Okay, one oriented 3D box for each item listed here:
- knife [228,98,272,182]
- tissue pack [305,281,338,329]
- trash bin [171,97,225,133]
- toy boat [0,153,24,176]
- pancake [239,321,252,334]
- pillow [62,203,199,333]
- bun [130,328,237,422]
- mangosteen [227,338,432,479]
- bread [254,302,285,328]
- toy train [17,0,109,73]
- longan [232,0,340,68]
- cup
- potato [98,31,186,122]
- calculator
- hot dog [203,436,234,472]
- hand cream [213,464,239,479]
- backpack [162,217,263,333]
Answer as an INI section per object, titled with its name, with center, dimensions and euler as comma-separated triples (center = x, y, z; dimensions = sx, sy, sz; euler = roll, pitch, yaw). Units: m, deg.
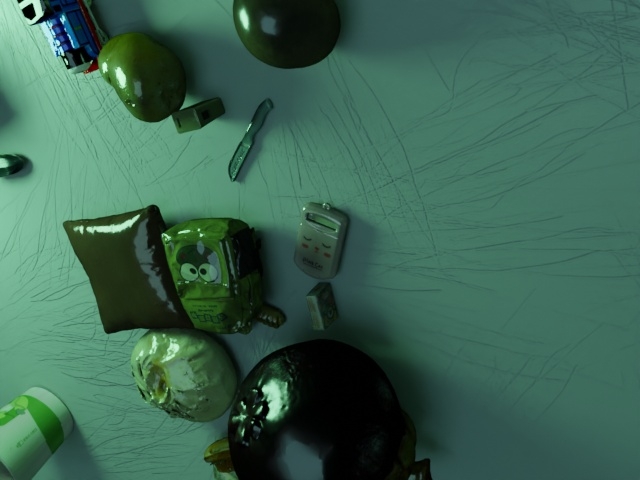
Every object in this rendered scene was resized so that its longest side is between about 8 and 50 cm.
[knife]
center = -0.145, -0.197, 1.467
dimensions = 0.028, 0.015, 0.210
euler = 35, 128, 1
[tissue pack]
center = 0.003, 0.137, 1.538
dimensions = 0.035, 0.063, 0.083
euler = 0, 114, 33
[trash bin]
center = -0.237, -0.247, 1.440
dimensions = 0.061, 0.092, 0.043
euler = -7, 113, 32
[toy boat]
center = -0.780, -0.183, 1.802
dimensions = 0.141, 0.060, 0.055
euler = -5, 113, 24
[pancake]
center = -0.191, 0.165, 1.672
dimensions = 0.108, 0.017, 0.108
euler = 27, 130, 37
[pillow]
center = -0.441, 0.078, 1.720
dimensions = 0.305, 0.108, 0.308
euler = -7, 108, 32
[bun]
center = -0.342, 0.335, 1.785
dimensions = 0.287, 0.146, 0.287
euler = 12, 121, 20
[mangosteen]
center = 0.026, 0.396, 1.515
dimensions = 0.435, 0.382, 0.382
euler = 21, 136, -31
[bread]
center = -0.122, 0.168, 1.642
dimensions = 0.088, 0.033, 0.049
euler = 25, 131, 15
[toy train]
center = -0.505, -0.430, 1.465
dimensions = 0.083, 0.131, 0.204
euler = -10, 110, 32
[longan]
center = -0.057, -0.374, 1.237
dimensions = 0.187, 0.167, 0.167
euler = 24, 128, -10
[cup]
center = -0.877, 0.582, 2.137
dimensions = 0.253, 0.274, 0.253
euler = 15, 123, 23
[potato]
center = -0.350, -0.322, 1.431
dimensions = 0.194, 0.157, 0.157
euler = 34, 128, 24
[calculator]
center = 0.000, 0.000, 1.483
dimensions = 0.100, 0.032, 0.175
euler = 22, 124, 18
[hot dog]
center = -0.200, 0.528, 1.862
dimensions = 0.250, 0.076, 0.104
euler = -25, 121, 40
[hand cream]
center = -0.231, 0.650, 1.970
dimensions = 0.143, 0.039, 0.061
euler = 25, 132, 26
[backpack]
center = -0.219, 0.073, 1.572
dimensions = 0.207, 0.140, 0.253
euler = -1, 110, 27
